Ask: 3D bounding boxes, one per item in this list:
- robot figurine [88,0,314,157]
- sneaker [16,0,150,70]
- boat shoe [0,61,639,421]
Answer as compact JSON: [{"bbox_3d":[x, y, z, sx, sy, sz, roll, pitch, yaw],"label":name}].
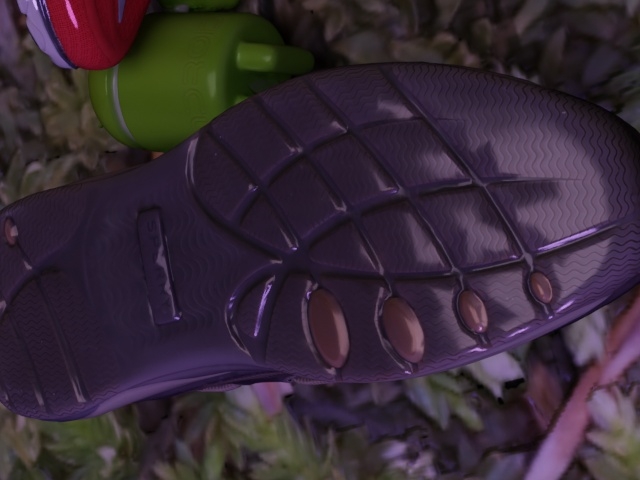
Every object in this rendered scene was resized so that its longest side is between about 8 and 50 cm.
[{"bbox_3d":[-0.060,-0.075,0.916,0.115,0.067,0.101,3,95,31],"label":"robot figurine"},{"bbox_3d":[-0.051,-0.201,0.856,0.118,0.107,0.279,22,92,18],"label":"sneaker"},{"bbox_3d":[0.000,0.000,0.855,0.355,0.130,0.132,-9,87,37],"label":"boat shoe"}]
